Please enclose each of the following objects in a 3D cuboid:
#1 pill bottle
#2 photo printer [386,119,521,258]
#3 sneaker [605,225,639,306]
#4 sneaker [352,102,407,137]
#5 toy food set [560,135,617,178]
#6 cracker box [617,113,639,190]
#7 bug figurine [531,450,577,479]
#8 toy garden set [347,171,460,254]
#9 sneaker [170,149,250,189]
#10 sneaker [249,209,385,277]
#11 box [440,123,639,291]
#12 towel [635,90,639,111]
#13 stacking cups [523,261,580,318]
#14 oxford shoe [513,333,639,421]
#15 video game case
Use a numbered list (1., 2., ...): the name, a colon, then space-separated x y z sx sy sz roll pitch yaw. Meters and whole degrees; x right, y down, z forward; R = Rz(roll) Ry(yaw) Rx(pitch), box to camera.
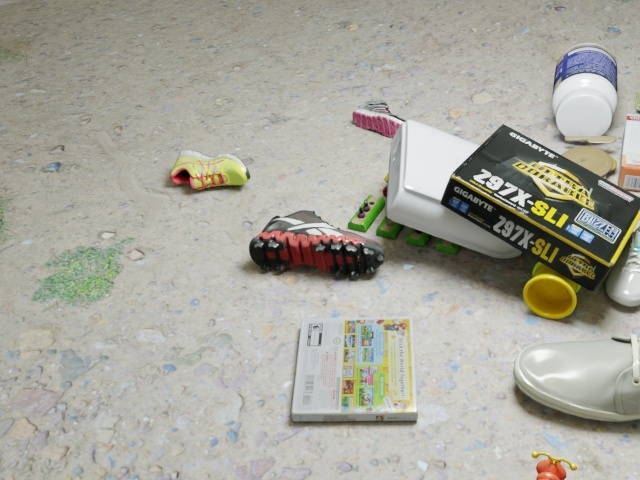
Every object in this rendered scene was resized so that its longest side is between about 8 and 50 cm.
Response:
1. pill bottle: 0.646 -0.361 1.917 0.153 0.153 0.265 6 39 15
2. photo printer: 0.290 -0.100 1.597 0.307 0.107 0.256 20 42 -9
3. sneaker: 0.590 0.032 1.472 0.080 0.094 0.212 15 43 23
4. sneaker: 0.164 -0.312 1.989 0.170 0.063 0.075 22 52 37
5. toy food set: 0.600 -0.167 1.777 0.132 0.039 0.192 5 44 25
6. cracker box: 0.757 -0.194 1.759 0.155 0.067 0.232 10 42 18
7. bug figurine: 0.393 0.396 1.052 0.278 0.072 0.216 10 41 19
8. toy garden set: 0.210 -0.075 1.693 0.244 0.049 0.204 14 42 24
9. sneaker: -0.261 -0.151 1.840 0.208 0.081 0.094 7 46 27
10. sneaker: 0.000 0.000 1.586 0.276 0.098 0.135 5 41 15
11. box: 0.421 -0.072 1.471 0.322 0.079 0.257 33 44 17
12. towel: 0.868 -0.345 1.969 0.148 0.027 0.110 9 39 20
13. stacking cups: 0.470 0.018 1.517 0.096 0.096 0.316 11 38 21
14. oxford shoe: 0.536 0.201 1.239 0.449 0.130 0.169 3 41 14
15. video game case: 0.061 0.218 1.360 0.206 0.026 0.227 -2 37 5
